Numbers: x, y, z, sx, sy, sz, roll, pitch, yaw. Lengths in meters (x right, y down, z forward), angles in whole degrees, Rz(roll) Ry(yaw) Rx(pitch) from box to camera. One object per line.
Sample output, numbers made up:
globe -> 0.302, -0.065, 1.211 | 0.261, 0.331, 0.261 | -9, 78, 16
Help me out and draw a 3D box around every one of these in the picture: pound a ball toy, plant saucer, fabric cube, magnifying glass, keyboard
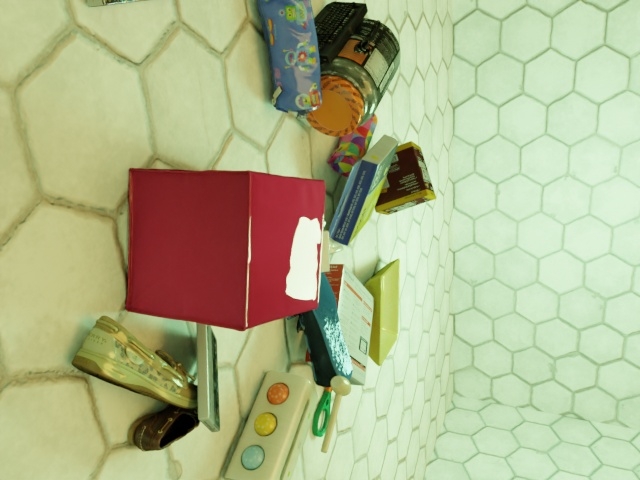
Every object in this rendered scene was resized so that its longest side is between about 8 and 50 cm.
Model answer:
pound a ball toy -> -0.074, 0.444, 1.342 | 0.136, 0.208, 0.319 | 66, 37, -46
plant saucer -> 0.224, 0.254, 2.091 | 0.333, 0.081, 0.333 | -26, 119, -69
fabric cube -> -0.164, 0.004, 1.010 | 0.258, 0.259, 0.254 | -7, 101, -63
magnifying glass -> 0.017, 0.504, 1.778 | 0.092, 0.026, 0.231 | 50, 52, -57
keyboard -> 0.060, -0.552, 1.469 | 0.033, 0.201, 0.317 | 90, 20, -47

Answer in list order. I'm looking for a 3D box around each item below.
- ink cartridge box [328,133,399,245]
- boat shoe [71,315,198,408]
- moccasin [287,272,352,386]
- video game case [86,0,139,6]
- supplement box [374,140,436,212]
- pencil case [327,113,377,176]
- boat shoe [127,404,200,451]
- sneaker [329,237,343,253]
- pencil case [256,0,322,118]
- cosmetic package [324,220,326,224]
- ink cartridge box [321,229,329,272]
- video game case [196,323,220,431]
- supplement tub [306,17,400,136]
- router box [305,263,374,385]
ink cartridge box -> 0.129, -0.140, 1.722 | 0.307, 0.072, 0.304 | -52, 165, -54
boat shoe -> -0.288, 0.218, 0.956 | 0.285, 0.104, 0.089 | 53, 50, -55
moccasin -> -0.022, 0.228, 1.511 | 0.137, 0.116, 0.342 | 11, 61, -52
video game case -> -0.298, -0.490, 0.883 | 0.232, 0.041, 0.210 | -47, 135, -54
supplement box -> 0.270, -0.210, 1.933 | 0.129, 0.191, 0.194 | 3, 70, -66
pencil case -> 0.104, -0.306, 1.736 | 0.104, 0.104, 0.236 | 67, 36, -46
boat shoe -> -0.267, 0.343, 1.065 | 0.207, 0.073, 0.073 | -21, 111, -65
sneaker -> 0.000, 0.000, 1.589 | 0.212, 0.080, 0.094 | -1, 71, -68
pencil case -> -0.072, -0.443, 1.299 | 0.133, 0.119, 0.306 | -24, 120, -31
cosmetic package -> -0.101, 0.018, 1.258 | 0.238, 0.107, 0.127 | -62, 144, -14
ink cartridge box -> -0.048, 0.014, 1.428 | 0.060, 0.180, 0.104 | -9, 105, -30
video game case -> -0.215, 0.258, 1.075 | 0.173, 0.022, 0.190 | 95, -12, -64
supplement tub -> 0.082, -0.443, 1.529 | 0.338, 0.207, 0.207 | -62, 147, -40
router box -> 0.072, 0.271, 1.749 | 0.335, 0.082, 0.301 | 49, 44, -57
